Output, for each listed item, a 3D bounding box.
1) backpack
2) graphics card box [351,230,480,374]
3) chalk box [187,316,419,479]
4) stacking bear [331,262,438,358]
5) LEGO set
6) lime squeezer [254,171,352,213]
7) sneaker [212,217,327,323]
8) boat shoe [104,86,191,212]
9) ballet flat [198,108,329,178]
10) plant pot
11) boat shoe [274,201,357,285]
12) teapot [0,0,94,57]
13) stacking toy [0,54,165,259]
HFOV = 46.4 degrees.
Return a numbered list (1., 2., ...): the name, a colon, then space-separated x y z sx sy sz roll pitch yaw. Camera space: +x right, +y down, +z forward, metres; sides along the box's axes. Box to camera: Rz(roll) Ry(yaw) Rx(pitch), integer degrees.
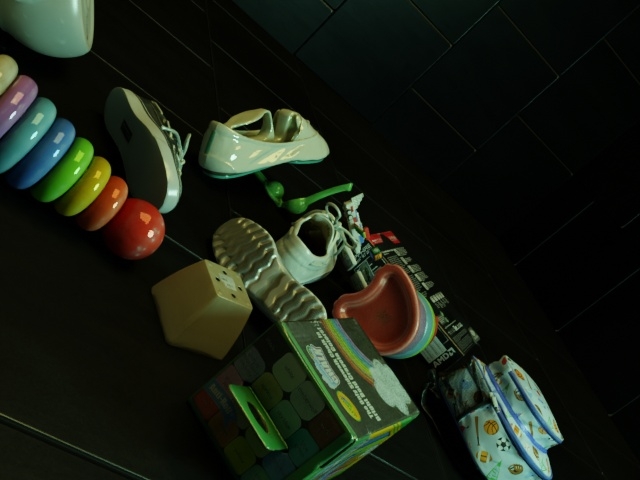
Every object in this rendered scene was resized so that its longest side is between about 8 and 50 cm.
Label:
1. backpack: 0.375 0.386 1.539 0.276 0.213 0.263 34 33 -43
2. graphics card box: 0.232 0.146 1.867 0.371 0.094 0.233 50 18 11
3. chalk box: -0.032 0.223 0.980 0.180 0.179 0.289 55 21 20
4. stacking bear: 0.172 0.172 1.595 0.164 0.175 0.289 58 13 21
5. LEGO set: 0.088 0.013 1.629 0.182 0.060 0.244 65 -14 10
6. lime squeezer: -0.082 -0.126 1.731 0.310 0.110 0.059 22 26 24
7. sneaker: -0.096 0.081 1.309 0.281 0.105 0.115 51 -16 24
8. boat shoe: -0.284 -0.154 1.293 0.105 0.113 0.306 9 30 -40
9. ballet flat: -0.103 -0.225 1.637 0.400 0.139 0.139 -18 66 -51
10. plant pot: -0.163 0.092 1.078 0.109 0.096 0.109 28 27 -45
11. boat shoe: -0.006 -0.006 1.541 0.136 0.156 0.367 49 18 6
12. teapot: -0.498 -0.439 1.293 0.187 0.256 0.252 -1 61 -10
13. stacking toy: -0.347 -0.088 1.014 0.330 0.141 0.141 45 17 -26
